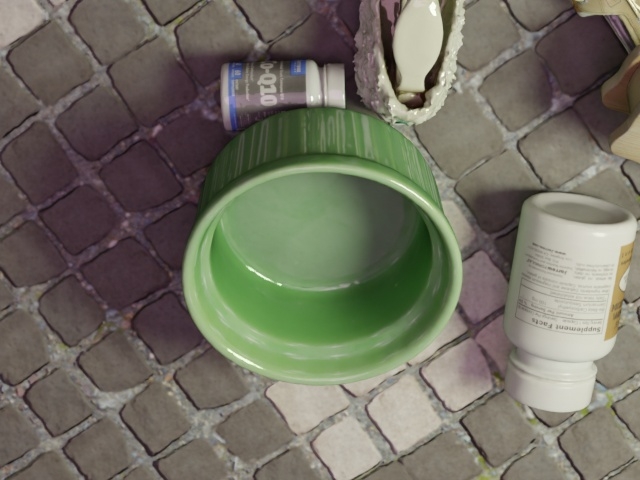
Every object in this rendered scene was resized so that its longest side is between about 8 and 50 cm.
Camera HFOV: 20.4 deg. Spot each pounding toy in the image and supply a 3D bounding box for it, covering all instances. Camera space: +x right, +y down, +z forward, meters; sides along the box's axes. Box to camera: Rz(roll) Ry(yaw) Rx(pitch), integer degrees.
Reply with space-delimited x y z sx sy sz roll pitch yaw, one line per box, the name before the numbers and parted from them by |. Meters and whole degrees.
pounding toy | 0.432 -0.101 1.915 0.270 0.154 0.154 19 143 -35

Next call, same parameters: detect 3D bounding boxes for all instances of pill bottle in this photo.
pill bottle | 0.277 0.071 2.025 0.131 0.131 0.229 7 109 0
pill bottle | -0.040 -0.163 1.986 0.137 0.078 0.078 -3 108 2

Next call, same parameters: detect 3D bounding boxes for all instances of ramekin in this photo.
ramekin | 0.000 0.000 1.965 0.304 0.148 0.303 0 127 -1

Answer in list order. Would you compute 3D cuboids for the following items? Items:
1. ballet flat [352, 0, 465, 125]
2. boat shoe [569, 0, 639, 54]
ballet flat | 0.116 -0.312 1.904 0.147 0.147 0.408 4 108 1
boat shoe | 0.312 -0.283 1.916 0.103 0.113 0.302 -44 103 9
